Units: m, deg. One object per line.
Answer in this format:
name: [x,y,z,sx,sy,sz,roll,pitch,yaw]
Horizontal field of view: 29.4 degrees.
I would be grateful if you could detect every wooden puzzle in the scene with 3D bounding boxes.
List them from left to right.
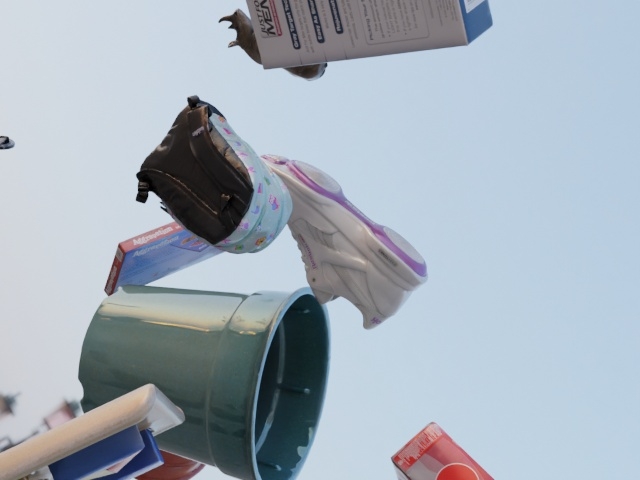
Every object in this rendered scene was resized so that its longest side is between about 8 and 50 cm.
wooden puzzle: [-0.319,0.284,1.477,0.348,0.322,0.081,98,-33,-80]

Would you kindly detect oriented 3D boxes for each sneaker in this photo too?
sneaker: [0.000,0.000,1.716,0.305,0.114,0.152,42,-71,16]

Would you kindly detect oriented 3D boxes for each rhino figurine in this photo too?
rhino figurine: [-0.090,-0.390,2.405,0.243,0.073,0.106,20,-61,4]

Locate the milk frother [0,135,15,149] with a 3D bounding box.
milk frother: [-0.608,-0.236,2.152,0.129,0.143,0.135,-101,-159,-48]

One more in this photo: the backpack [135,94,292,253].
backpack: [-0.121,-0.066,1.468,0.182,0.115,0.152,45,-70,34]

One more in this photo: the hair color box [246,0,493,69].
hair color box: [0.061,-0.360,1.776,0.347,0.105,0.174,-2,-67,32]

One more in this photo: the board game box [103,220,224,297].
board game box: [-0.254,0.009,2.203,0.027,0.281,0.145,52,-38,20]

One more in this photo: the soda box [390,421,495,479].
soda box: [0.213,0.365,1.619,0.263,0.083,0.092,44,-13,27]

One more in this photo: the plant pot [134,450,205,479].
plant pot: [-0.294,0.328,2.525,0.272,0.272,0.265,54,-43,14]

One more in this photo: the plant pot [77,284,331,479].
plant pot: [-0.195,0.221,2.015,0.334,0.341,0.341,8,-46,20]
